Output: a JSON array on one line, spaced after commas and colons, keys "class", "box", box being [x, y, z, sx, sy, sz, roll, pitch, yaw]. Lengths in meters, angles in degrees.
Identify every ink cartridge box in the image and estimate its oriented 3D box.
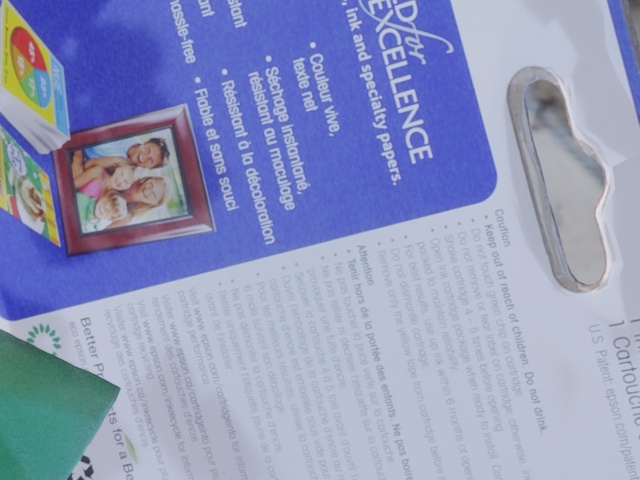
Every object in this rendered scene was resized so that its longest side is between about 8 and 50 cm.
[{"class": "ink cartridge box", "box": [0.000, 0.000, 0.728, 0.307, 0.303, 0.072, -14, -178, 23]}]

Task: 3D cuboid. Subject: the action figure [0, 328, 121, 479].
[{"class": "action figure", "box": [-0.153, 0.108, 0.374, 0.137, 0.232, 0.063, 24, 170, 9]}]
